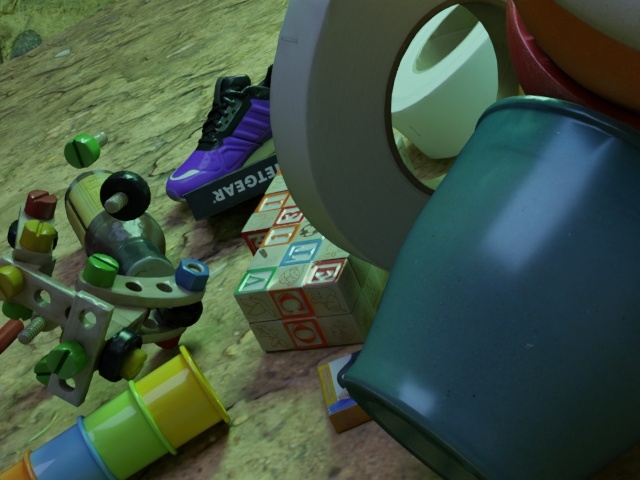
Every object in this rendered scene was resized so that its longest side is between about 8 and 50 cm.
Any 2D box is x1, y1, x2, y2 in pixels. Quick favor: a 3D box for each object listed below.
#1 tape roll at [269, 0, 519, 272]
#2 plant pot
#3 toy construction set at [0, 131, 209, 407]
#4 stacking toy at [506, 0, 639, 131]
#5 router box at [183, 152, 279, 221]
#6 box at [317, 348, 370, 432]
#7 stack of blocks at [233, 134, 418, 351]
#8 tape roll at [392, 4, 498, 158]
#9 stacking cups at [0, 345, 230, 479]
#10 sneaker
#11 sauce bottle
[{"bbox_3d":[0.130,-0.151,0.987,0.392,0.392,0.072,-36,32,-19],"label":"tape roll"},{"bbox_3d":[0.164,0.072,0.757,0.255,0.271,0.272,-50,35,-12],"label":"plant pot"},{"bbox_3d":[-0.302,0.087,1.071,0.309,0.257,0.237,-38,10,25],"label":"toy construction set"},{"bbox_3d":[0.274,-0.141,0.826,0.351,0.480,0.350,2,58,-2],"label":"stacking toy"},{"bbox_3d":[-0.098,-0.084,1.355,0.179,0.046,0.133,-24,5,1],"label":"router box"},{"bbox_3d":[0.068,0.131,0.944,0.136,0.028,0.081,-25,29,4],"label":"box"},{"bbox_3d":[0.000,0.000,1.147,0.171,0.087,0.297,-9,33,26],"label":"stack of blocks"},{"bbox_3d":[0.207,-0.247,1.265,0.286,0.100,0.286,-45,19,20],"label":"tape roll"},{"bbox_3d":[-0.248,0.228,0.959,0.316,0.096,0.096,-32,30,-11],"label":"stacking cups"},{"bbox_3d":[-0.141,-0.180,1.488,0.293,0.146,0.102,-39,32,-25],"label":"sneaker"},{"bbox_3d":[-0.282,-0.004,1.348,0.111,0.111,0.344,-30,31,-10],"label":"sauce bottle"}]
